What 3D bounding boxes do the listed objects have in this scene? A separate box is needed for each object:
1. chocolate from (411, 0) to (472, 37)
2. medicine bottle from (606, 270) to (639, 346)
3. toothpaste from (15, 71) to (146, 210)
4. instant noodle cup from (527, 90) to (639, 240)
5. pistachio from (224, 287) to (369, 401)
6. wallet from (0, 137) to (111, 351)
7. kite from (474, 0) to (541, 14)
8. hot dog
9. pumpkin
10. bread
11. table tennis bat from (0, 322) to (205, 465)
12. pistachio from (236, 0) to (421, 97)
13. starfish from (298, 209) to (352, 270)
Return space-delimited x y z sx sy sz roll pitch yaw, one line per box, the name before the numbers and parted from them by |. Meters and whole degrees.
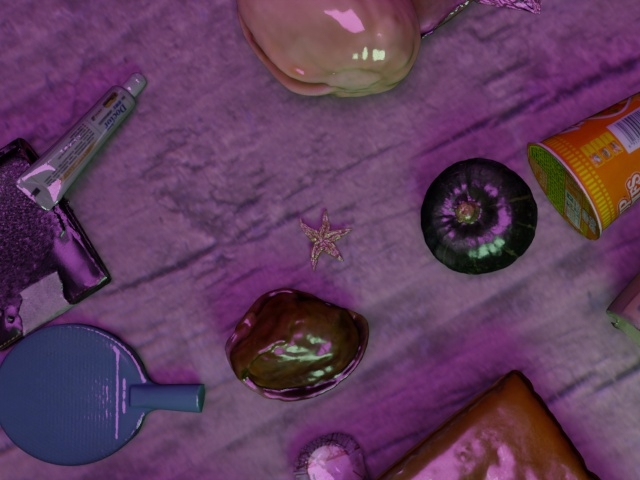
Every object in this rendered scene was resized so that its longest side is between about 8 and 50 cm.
chocolate | 0.138 -0.434 1.489 0.161 0.083 0.261 -34 84 21
medicine bottle | 0.601 0.019 1.340 0.236 0.236 0.406 41 93 6
toothpaste | -0.351 -0.157 1.521 0.067 0.037 0.255 42 74 -14
instant noodle cup | 0.412 -0.118 1.417 0.185 0.168 0.168 -33 84 -4
pistachio | -0.033 0.147 1.457 0.210 0.130 0.165 -10 83 -3
wallet | -0.475 0.008 1.543 0.221 0.071 0.262 -32 91 3
kite | 0.281 -0.399 1.509 0.139 0.011 0.156 -33 85 1
hot dog | 0.030 0.378 1.474 0.108 0.059 0.191 -21 83 -5
pumpkin | 0.224 -0.032 1.439 0.167 0.125 0.167 1 98 4
bread | 0.236 0.400 1.385 0.333 0.143 0.323 -38 84 -7
table tennis bat | -0.337 0.233 1.529 0.329 0.044 0.215 0 86 8
pistachio | -0.003 -0.326 1.445 0.318 0.193 0.214 43 79 15
starfish | 0.000 0.000 1.516 0.092 0.016 0.086 37 90 1
